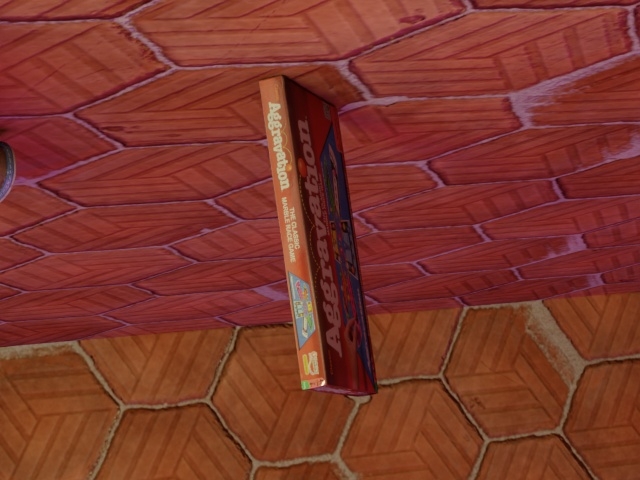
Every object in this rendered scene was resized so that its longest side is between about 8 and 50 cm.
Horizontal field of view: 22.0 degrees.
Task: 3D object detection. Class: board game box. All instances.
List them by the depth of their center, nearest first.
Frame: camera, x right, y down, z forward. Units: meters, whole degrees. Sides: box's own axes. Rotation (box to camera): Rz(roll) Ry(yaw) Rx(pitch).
[{"bbox_3d":[0.000,0.000,1.506,0.027,0.281,0.145,-12,168,20],"label":"board game box"}]

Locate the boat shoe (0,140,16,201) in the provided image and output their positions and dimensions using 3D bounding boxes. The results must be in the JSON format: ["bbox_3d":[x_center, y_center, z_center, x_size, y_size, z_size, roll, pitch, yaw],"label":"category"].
[{"bbox_3d":[-0.362,-0.053,1.548,0.183,0.066,0.066,-16,165,37],"label":"boat shoe"}]
